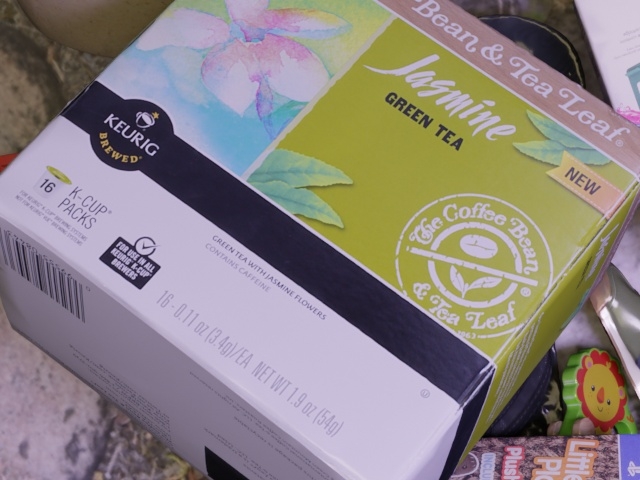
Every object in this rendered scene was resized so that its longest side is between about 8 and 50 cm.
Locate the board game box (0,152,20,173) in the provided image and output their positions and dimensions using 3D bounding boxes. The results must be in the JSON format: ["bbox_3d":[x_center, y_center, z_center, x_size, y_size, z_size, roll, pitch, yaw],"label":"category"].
[{"bbox_3d":[-0.127,-0.021,1.394,0.281,0.027,0.145,-8,93,10],"label":"board game box"}]

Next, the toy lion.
[{"bbox_3d":[0.224,0.140,1.319,0.034,0.096,0.100,-13,130,44],"label":"toy lion"}]

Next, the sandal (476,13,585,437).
[{"bbox_3d":[0.117,0.042,1.313,0.167,0.107,0.446,5,94,10],"label":"sandal"}]

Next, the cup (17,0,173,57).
[{"bbox_3d":[-0.138,-0.279,1.264,0.331,0.331,0.237,13,119,9],"label":"cup"}]

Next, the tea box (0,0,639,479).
[{"bbox_3d":[0.000,0.000,1.143,0.329,0.220,0.323,35,66,13],"label":"tea box"}]

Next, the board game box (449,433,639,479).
[{"bbox_3d":[0.116,0.281,1.261,0.291,0.141,0.232,-2,122,10],"label":"board game box"}]

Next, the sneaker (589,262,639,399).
[{"bbox_3d":[0.283,0.087,1.311,0.086,0.064,0.192,-27,94,9],"label":"sneaker"}]

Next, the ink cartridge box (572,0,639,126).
[{"bbox_3d":[0.266,-0.092,1.267,0.078,0.134,0.231,-20,90,10],"label":"ink cartridge box"}]
